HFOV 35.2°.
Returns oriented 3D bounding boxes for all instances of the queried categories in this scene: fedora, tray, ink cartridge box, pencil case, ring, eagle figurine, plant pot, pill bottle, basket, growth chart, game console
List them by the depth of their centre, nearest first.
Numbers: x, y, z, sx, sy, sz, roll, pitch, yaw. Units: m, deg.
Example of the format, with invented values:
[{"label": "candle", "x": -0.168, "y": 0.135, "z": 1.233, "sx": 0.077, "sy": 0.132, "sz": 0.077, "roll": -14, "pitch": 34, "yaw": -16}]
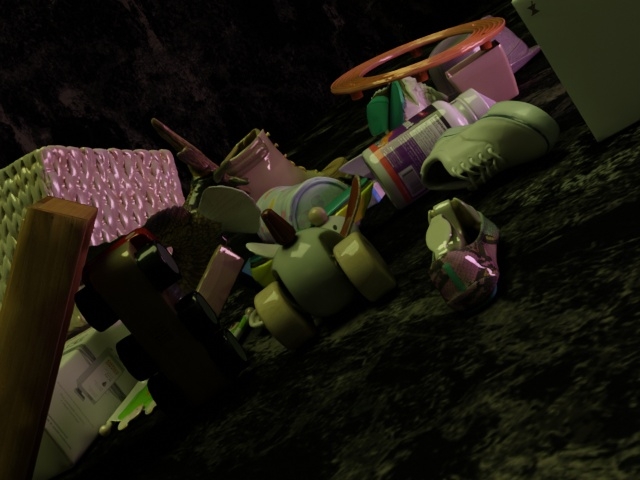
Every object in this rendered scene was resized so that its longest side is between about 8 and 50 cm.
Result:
[{"label": "tray", "x": -0.354, "y": 0.158, "z": 1.207, "sx": 0.203, "sy": 0.076, "sz": 0.411, "roll": -147, "pitch": 72, "yaw": -79}, {"label": "growth chart", "x": -0.201, "y": 0.189, "z": 1.431, "sx": 0.237, "sy": 0.021, "sz": 0.172, "roll": -32, "pitch": 11, "yaw": 17}, {"label": "eagle figurine", "x": -0.222, "y": 0.014, "z": 1.493, "sx": 0.298, "sy": 0.226, "sz": 0.225, "roll": -57, "pitch": -16, "yaw": -10}, {"label": "ink cartridge box", "x": -0.402, "y": 0.252, "z": 1.508, "sx": 0.207, "sy": 0.117, "sz": 0.283, "roll": -30, "pitch": 11, "yaw": 25}, {"label": "pill bottle", "x": 0.168, "y": -0.142, "z": 1.518, "sx": 0.193, "sy": 0.108, "sz": 0.108, "roll": -34, "pitch": 10, "yaw": 1}, {"label": "game console", "x": -0.067, "y": 0.038, "z": 1.566, "sx": 0.071, "sy": 0.107, "sz": 0.122, "roll": -61, "pitch": 2, "yaw": 17}, {"label": "pencil case", "x": -0.027, "y": -0.042, "z": 1.664, "sx": 0.124, "sy": 0.114, "sz": 0.273, "roll": -9, "pitch": 2, "yaw": -18}, {"label": "ink cartridge box", "x": 0.087, "y": -0.081, "z": 1.727, "sx": 0.048, "sy": 0.028, "sz": 0.083, "roll": -29, "pitch": 12, "yaw": 32}, {"label": "tray", "x": 0.173, "y": -0.169, "z": 1.734, "sx": 0.270, "sy": 0.030, "sz": 0.145, "roll": -29, "pitch": -13, "yaw": 23}, {"label": "basket", "x": -0.412, "y": 0.015, "z": 1.790, "sx": 0.266, "sy": 0.331, "sz": 0.328, "roll": -24, "pitch": -12, "yaw": 37}, {"label": "plant pot", "x": 0.296, "y": -0.285, "z": 1.804, "sx": 0.109, "sy": 0.096, "sz": 0.109, "roll": -34, "pitch": 10, "yaw": 12}, {"label": "ring", "x": 0.177, "y": -0.327, "z": 1.835, "sx": 0.336, "sy": 0.032, "sz": 0.336, "roll": -20, "pitch": 16, "yaw": 6}, {"label": "fedora", "x": 0.319, "y": -0.377, "z": 2.077, "sx": 0.275, "sy": 0.124, "sz": 0.243, "roll": -40, "pitch": 12, "yaw": -28}]

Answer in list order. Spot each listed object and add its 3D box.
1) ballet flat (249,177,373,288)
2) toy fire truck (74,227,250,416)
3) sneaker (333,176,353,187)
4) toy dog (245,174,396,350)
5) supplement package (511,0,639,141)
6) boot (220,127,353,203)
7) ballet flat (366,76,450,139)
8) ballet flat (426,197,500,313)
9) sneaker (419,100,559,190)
[{"label": "ballet flat", "x": 0.000, "y": 0.000, "z": 1.491, "sx": 0.231, "sy": 0.077, "sz": 0.077, "roll": -37, "pitch": 9, "yaw": -16}, {"label": "toy fire truck", "x": -0.183, "y": 0.067, "z": 1.291, "sx": 0.158, "sy": 0.217, "sz": 0.246, "roll": -35, "pitch": 19, "yaw": 3}, {"label": "sneaker", "x": 0.023, "y": -0.089, "z": 1.889, "sx": 0.064, "sy": 0.061, "sz": 0.158, "roll": -22, "pitch": 15, "yaw": 27}, {"label": "toy dog", "x": -0.017, "y": 0.007, "z": 1.278, "sx": 0.220, "sy": 0.161, "sz": 0.333, "roll": -36, "pitch": 10, "yaw": -10}, {"label": "supplement package", "x": 0.376, "y": -0.281, "z": 1.234, "sx": 0.199, "sy": 0.198, "sz": 0.263, "roll": -30, "pitch": 11, "yaw": 23}, {"label": "boot", "x": -0.062, "y": -0.142, "z": 1.982, "sx": 0.262, "sy": 0.203, "sz": 0.095, "roll": -44, "pitch": 14, "yaw": -34}, {"label": "ballet flat", "x": 0.183, "y": -0.253, "z": 1.963, "sx": 0.147, "sy": 0.147, "sz": 0.409, "roll": -35, "pitch": 11, "yaw": 0}, {"label": "ballet flat", "x": 0.139, "y": 0.003, "z": 1.025, "sx": 0.077, "sy": 0.079, "sz": 0.221, "roll": -33, "pitch": 10, "yaw": 16}, {"label": "sneaker", "x": 0.217, "y": -0.109, "z": 1.321, "sx": 0.091, "sy": 0.094, "sz": 0.258, "roll": -57, "pitch": 12, "yaw": -17}]
